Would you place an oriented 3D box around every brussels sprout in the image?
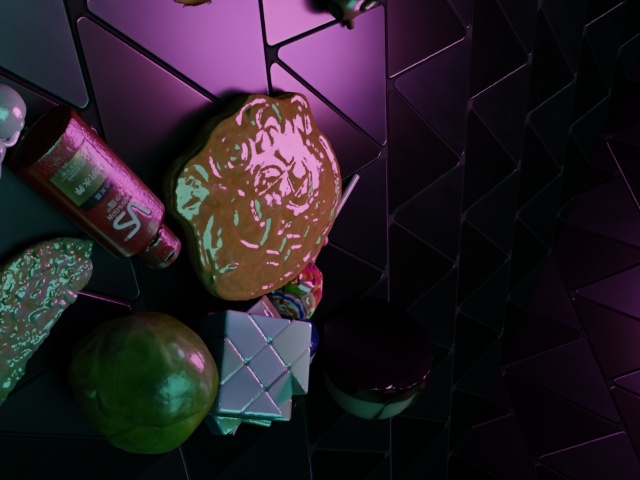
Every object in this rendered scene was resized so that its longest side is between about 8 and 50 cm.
[{"bbox_3d":[-0.283,0.221,1.131,0.244,0.244,0.244,-29,131,-41],"label":"brussels sprout"}]

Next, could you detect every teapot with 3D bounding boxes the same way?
[{"bbox_3d":[0.060,-0.436,1.346,0.080,0.085,0.110,-45,160,-25],"label":"teapot"}]

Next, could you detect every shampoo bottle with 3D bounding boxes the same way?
[{"bbox_3d":[-0.319,-0.060,1.060,0.118,0.076,0.314,-59,145,-19],"label":"shampoo bottle"}]

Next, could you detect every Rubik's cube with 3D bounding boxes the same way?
[{"bbox_3d":[-0.152,0.227,1.324,0.224,0.213,0.266,14,71,-28],"label":"Rubik's cube"}]

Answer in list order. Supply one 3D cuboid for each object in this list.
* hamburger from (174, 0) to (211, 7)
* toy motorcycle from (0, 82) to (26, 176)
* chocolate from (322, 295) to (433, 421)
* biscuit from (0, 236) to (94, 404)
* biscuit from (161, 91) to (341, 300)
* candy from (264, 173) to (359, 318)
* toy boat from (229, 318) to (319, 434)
[{"bbox_3d":[-0.200,-0.440,0.978,0.231,0.106,0.231,-31,135,-36],"label":"hamburger"},{"bbox_3d":[-0.440,-0.078,0.864,0.254,0.112,0.112,-61,145,-10],"label":"toy motorcycle"},{"bbox_3d":[0.117,0.304,1.717,0.283,0.283,0.186,-32,153,-39],"label":"chocolate"},{"bbox_3d":[-0.439,0.100,1.026,0.290,0.038,0.141,-58,144,-14],"label":"biscuit"},{"bbox_3d":[-0.098,-0.082,1.300,0.385,0.062,0.365,-46,130,-33],"label":"biscuit"},{"bbox_3d":[0.000,0.000,1.511,0.366,0.124,0.124,-60,145,-24],"label":"candy"},{"bbox_3d":[-0.096,0.287,1.474,0.070,0.210,0.292,35,77,-11],"label":"toy boat"}]
